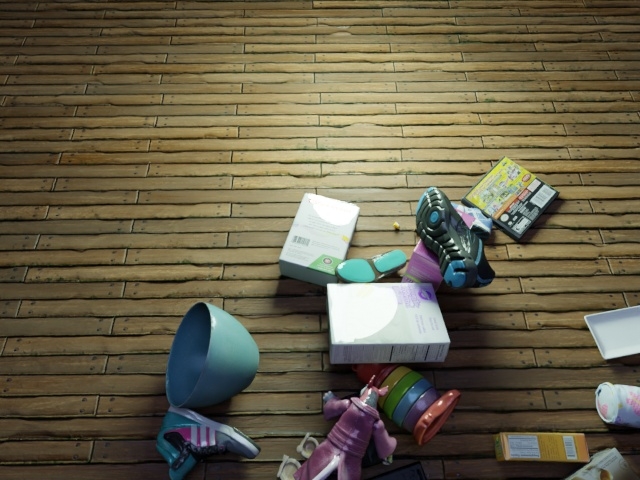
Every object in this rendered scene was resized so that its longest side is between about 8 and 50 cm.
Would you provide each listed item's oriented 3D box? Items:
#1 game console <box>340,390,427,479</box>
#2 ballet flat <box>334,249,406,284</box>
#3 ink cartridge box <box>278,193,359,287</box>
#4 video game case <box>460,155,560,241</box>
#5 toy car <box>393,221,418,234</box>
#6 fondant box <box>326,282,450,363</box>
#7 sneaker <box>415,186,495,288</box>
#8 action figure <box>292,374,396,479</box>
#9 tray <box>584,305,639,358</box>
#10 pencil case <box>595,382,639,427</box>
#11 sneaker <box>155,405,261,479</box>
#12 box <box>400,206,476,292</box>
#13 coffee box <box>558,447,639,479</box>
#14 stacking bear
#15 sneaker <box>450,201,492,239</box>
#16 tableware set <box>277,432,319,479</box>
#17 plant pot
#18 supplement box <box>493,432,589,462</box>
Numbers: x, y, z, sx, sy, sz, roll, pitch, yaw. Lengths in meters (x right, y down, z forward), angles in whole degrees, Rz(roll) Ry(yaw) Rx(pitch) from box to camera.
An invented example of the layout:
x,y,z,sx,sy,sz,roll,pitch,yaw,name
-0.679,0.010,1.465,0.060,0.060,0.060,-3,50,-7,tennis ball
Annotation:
x,y,z,sx,sy,sz,roll,pitch,yaw,name
0.161,0.600,1.389,0.213,0.044,0.362,-14,63,-8,game console
0.158,0.104,1.618,0.280,0.096,0.095,-10,61,-28,ballet flat
0.000,0.000,1.692,0.201,0.117,0.278,15,61,8,ink cartridge box
0.700,-0.160,1.838,0.248,0.035,0.275,40,68,20,video game case
0.323,-0.061,1.768,0.121,0.060,0.041,18,29,3,toy car
0.186,0.238,1.469,0.329,0.096,0.238,1,39,-4,fondant box
0.381,-0.005,1.439,0.139,0.125,0.341,6,53,-30,sneaker
0.055,0.513,1.274,0.248,0.276,0.370,23,79,22,action figure
0.986,0.288,1.582,0.270,0.030,0.145,-9,60,-5,tray
0.944,0.475,1.426,0.272,0.114,0.124,4,51,2,pencil case
-0.325,0.577,1.349,0.295,0.124,0.179,15,56,17,sneaker
0.372,0.040,1.599,0.117,0.243,0.214,28,64,15,box
0.715,0.678,1.313,0.246,0.098,0.141,-25,63,-14,coffee box
0.222,0.424,1.428,0.175,0.164,0.289,-28,51,-35,stacking bear
0.514,-0.084,1.775,0.211,0.080,0.081,34,58,7,sneaker
-0.026,0.630,1.368,0.168,0.020,0.141,32,71,23,tableware set
-0.292,0.341,1.429,0.195,0.290,0.291,21,54,-30,plant pot
0.609,0.576,1.385,0.233,0.078,0.080,3,63,2,supplement box
